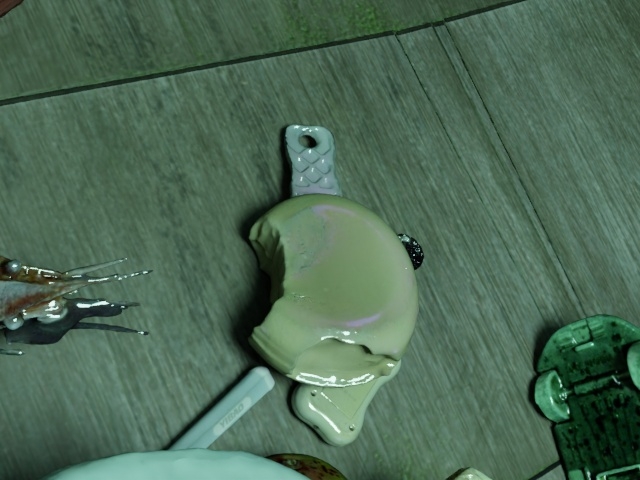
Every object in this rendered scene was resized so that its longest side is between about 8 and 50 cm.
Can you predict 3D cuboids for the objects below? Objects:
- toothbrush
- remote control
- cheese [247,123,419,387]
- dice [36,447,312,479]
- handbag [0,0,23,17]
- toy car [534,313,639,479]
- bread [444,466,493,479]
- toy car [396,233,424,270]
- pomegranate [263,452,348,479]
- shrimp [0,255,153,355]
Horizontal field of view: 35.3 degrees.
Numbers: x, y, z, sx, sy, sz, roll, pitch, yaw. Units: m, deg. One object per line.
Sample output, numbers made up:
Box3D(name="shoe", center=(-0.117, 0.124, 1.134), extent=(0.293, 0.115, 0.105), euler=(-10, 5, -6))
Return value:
Box3D(name="toothbrush", center=(-0.153, 0.212, 0.809), extent=(0.342, 0.030, 0.025), euler=(-42, 118, -36))
Box3D(name="remote control", center=(0.025, 0.132, 0.949), extent=(0.074, 0.032, 0.122), euler=(44, 54, -7))
Box3D(name="cheese", center=(0.000, 0.000, 0.956), extent=(0.163, 0.082, 0.286), euler=(1, 53, -17))
Box3D(name="dice", center=(-0.093, 0.305, 0.599), extent=(0.262, 0.265, 0.268), euler=(6, 38, -33))
Box3D(name="handbag", center=(-0.316, -0.366, 0.931), extent=(0.260, 0.084, 0.275), euler=(41, 55, -7))
Box3D(name="toy car", center=(0.328, 0.228, 1.031), extent=(0.125, 0.136, 0.306), euler=(4, 66, -44))
Box3D(name="bread", center=(0.074, 0.296, 0.809), extent=(0.110, 0.192, 0.210), euler=(46, 50, 11))
Box3D(name="toy car", center=(0.062, 0.011, 1.025), extent=(0.093, 0.025, 0.041), euler=(13, 66, -21))
Box3D(name="pomegranate", center=(-0.025, 0.238, 0.822), extent=(0.130, 0.130, 0.130), euler=(12, 64, -26))
Box3D(name="shrimp", center=(-0.292, 0.037, 0.746), extent=(0.343, 0.145, 0.116), euler=(3, 94, -25))
